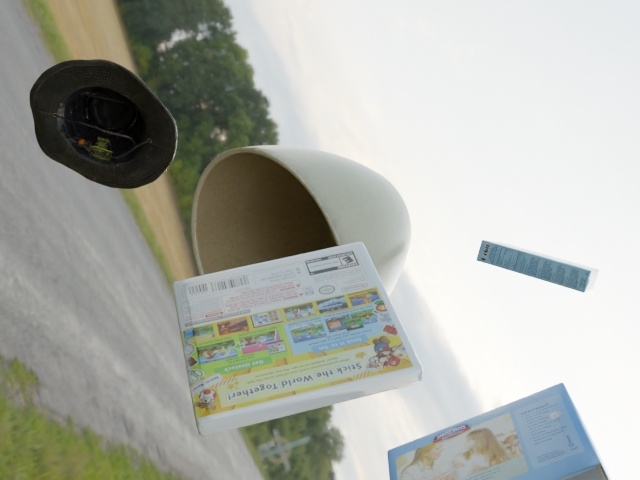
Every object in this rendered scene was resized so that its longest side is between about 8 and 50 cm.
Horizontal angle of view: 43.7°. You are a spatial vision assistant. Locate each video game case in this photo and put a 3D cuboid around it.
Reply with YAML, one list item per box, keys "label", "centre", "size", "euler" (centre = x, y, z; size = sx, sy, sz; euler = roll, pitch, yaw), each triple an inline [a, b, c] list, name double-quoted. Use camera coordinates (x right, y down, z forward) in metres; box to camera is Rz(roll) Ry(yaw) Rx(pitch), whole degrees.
- label: "video game case"
  centre: [-0.033, 0.094, 0.847]
  size: [0.206, 0.227, 0.026]
  euler: [-112, -166, -48]

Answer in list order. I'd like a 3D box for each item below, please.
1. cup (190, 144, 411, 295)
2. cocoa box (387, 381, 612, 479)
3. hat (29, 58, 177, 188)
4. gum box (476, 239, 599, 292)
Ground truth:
- label: "cup"
  centre: [0.000, 0.000, 1.197]
  size: [0.331, 0.237, 0.331]
  euler: [22, -59, 40]
- label: "cocoa box"
  centre: [0.314, 0.442, 1.346]
  size: [0.228, 0.347, 0.231]
  euler: [61, 12, -20]
- label: "hat"
  centre: [-0.432, -0.266, 1.653]
  size: [0.331, 0.331, 0.134]
  euler: [81, 14, -47]
- label: "gum box"
  centre: [0.379, 0.043, 1.385]
  size: [0.157, 0.184, 0.041]
  euler: [2, 105, -67]
